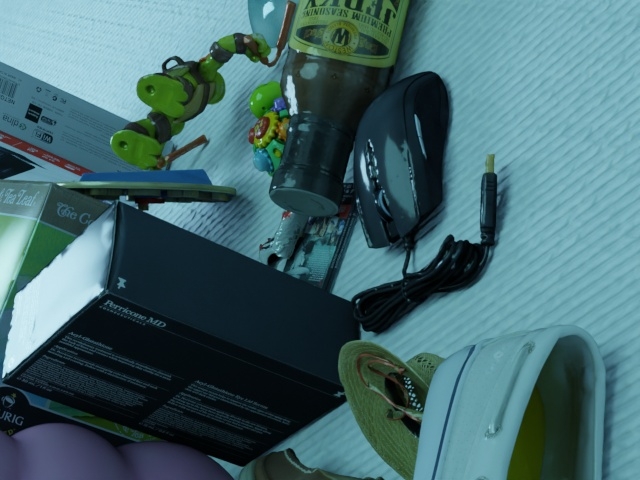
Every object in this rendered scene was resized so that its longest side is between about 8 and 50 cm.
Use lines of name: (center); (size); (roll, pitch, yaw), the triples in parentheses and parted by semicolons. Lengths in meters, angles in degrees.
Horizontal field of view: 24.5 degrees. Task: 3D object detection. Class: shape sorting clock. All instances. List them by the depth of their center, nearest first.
shape sorting clock: (-0.195, -0.053, 1.613); (0.206, 0.206, 0.040); (-4, 89, 58)

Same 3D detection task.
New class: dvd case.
dvd case: (0.000, 0.000, 1.440); (0.087, 0.013, 0.119); (4, 71, 59)

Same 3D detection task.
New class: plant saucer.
plant saucer: (-0.038, -0.320, 1.717); (0.195, 0.037, 0.195); (-39, 38, 40)

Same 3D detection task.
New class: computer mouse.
computer mouse: (0.085, -0.061, 1.297); (0.184, 0.060, 0.262); (-27, 47, 49)

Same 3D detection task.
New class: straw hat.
straw hat: (0.083, 0.123, 1.146); (0.061, 0.144, 0.144); (-35, 15, -30)

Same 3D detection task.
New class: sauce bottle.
sauce bottle: (0.025, -0.191, 1.447); (0.111, 0.111, 0.344); (-15, 58, 54)

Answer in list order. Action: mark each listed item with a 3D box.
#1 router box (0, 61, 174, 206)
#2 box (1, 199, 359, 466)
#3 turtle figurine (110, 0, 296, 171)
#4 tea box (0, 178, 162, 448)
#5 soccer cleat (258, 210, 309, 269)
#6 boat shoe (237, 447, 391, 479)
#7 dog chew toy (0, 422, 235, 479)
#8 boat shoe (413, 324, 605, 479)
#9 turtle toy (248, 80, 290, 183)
router box: (-0.401, -0.131, 1.869); (0.301, 0.335, 0.082); (-11, 60, 57)
box: (-0.121, 0.091, 1.315); (0.184, 0.261, 0.103); (-35, 41, 41)
turtle figurine: (-0.146, -0.168, 1.636); (0.269, 0.087, 0.217); (-44, 0, 23)
tea box: (-0.306, 0.116, 1.568); (0.329, 0.220, 0.323); (8, 76, 60)
soccer cleat: (-0.033, -0.001, 1.455); (0.083, 0.029, 0.035); (-49, 41, 33)
boat shoe: (0.021, 0.242, 1.146); (0.116, 0.123, 0.324); (-30, 22, -5)
dog chew toy: (-0.221, 0.253, 1.285); (0.206, 0.332, 0.206); (-39, 38, 40)
boat shoe: (0.141, 0.212, 0.949); (0.156, 0.136, 0.367); (-28, 36, 43)
turtle toy: (-0.040, -0.115, 1.536); (0.095, 0.066, 0.130); (-49, 33, 27)
